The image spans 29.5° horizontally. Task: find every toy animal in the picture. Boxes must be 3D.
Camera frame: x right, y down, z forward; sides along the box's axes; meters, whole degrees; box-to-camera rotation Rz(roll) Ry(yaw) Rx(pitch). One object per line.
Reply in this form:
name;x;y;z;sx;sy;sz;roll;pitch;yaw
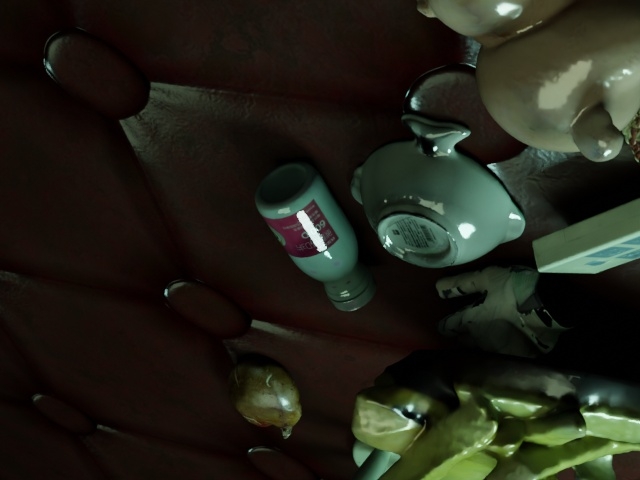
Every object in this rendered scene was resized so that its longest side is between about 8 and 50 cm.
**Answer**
toy animal;0.195;-0.200;1.073;0.221;0.210;0.229;17;112;-1

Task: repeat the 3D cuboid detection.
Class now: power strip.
power strip;0.374;-0.025;1.295;0.106;0.043;0.367;3;162;-36

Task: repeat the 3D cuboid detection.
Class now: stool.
stool;0.117;0.446;2.010;0.195;0.198;0.195;22;148;4

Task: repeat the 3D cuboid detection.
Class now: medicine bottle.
medicine bottle;0.000;0.000;1.572;0.090;0.090;0.216;-1;138;34

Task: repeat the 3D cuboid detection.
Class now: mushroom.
mushroom;-0.088;0.268;2.007;0.135;0.080;0.170;8;141;41

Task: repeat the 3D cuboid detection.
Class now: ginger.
ginger;0.261;0.273;1.570;0.413;0.211;0.358;6;169;16

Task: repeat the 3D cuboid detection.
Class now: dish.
dish;0.128;-0.036;1.452;0.224;0.078;0.246;15;145;18

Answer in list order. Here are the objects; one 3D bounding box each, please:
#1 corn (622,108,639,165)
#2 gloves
corn;0.355;-0.063;1.166;0.237;0.079;0.079;67;151;18
gloves;0.222;0.102;1.559;0.127;0.111;0.212;36;138;-24
